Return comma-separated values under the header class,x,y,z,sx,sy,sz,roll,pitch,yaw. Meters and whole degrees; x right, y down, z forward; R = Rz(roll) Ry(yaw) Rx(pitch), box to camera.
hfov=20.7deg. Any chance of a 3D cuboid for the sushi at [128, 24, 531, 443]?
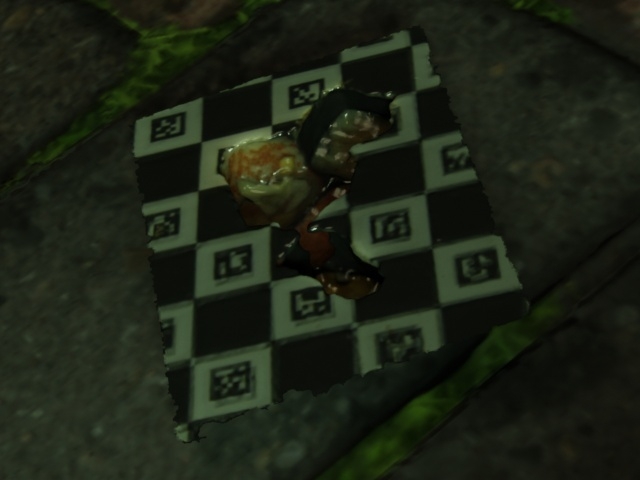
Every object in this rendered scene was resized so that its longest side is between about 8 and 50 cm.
class,x,y,z,sx,sy,sz,roll,pitch,yaw
sushi,0.000,0.000,0.704,0.139,0.031,0.201,-18,41,4
